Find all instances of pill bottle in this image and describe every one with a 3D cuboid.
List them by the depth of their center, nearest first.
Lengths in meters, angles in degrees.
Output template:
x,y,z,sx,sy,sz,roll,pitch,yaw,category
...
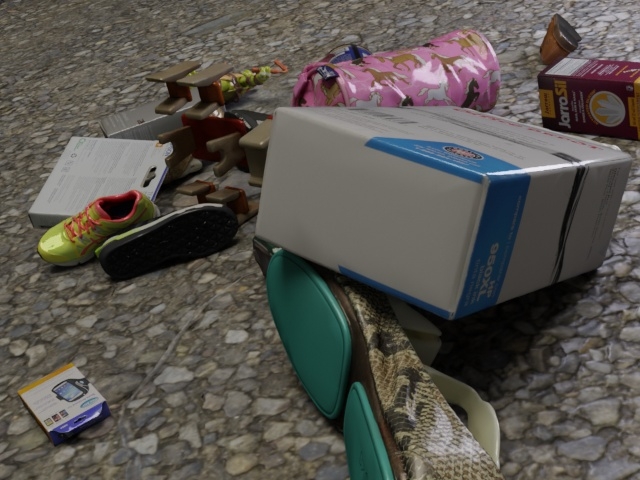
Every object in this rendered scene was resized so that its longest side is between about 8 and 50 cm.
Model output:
x,y,z,sx,sy,sz,roll,pitch,yaw,category
0.065,-0.290,1.890,0.123,0.122,0.219,-13,28,2,pill bottle

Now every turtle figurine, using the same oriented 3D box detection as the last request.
x,y,z,sx,sy,sz,roll,pitch,yaw,category
-0.218,-0.336,2.134,0.269,0.087,0.217,9,19,43,turtle figurine

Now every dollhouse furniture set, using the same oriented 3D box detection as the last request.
x,y,z,sx,sy,sz,roll,pitch,yaw,category
-0.132,-0.158,1.599,0.259,0.262,0.135,13,36,40,dollhouse furniture set

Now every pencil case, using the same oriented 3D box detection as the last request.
x,y,z,sx,sy,sz,roll,pitch,yaw,category
0.139,-0.261,1.708,0.386,0.167,0.160,-18,21,-34,pencil case

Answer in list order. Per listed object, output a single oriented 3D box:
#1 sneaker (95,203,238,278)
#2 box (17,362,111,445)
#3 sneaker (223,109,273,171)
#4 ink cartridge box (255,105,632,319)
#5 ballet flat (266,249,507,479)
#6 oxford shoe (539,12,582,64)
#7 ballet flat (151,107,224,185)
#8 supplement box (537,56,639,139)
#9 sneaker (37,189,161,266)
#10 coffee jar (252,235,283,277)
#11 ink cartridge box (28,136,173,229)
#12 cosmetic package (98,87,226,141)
x,y,z,sx,sy,sz,roll,pitch,yaw,category
-0.250,-0.016,1.579,0.235,0.084,0.097,-16,27,-4,sneaker
-0.327,0.212,1.265,0.081,0.028,0.136,-28,34,-24,box
-0.070,-0.178,1.795,0.130,0.109,0.286,-22,35,-35,sneaker
0.162,-0.056,1.201,0.285,0.166,0.395,22,20,34,ink cartridge box
0.078,0.161,1.075,0.182,0.164,0.483,1,29,-19,ballet flat
0.471,-0.400,1.969,0.076,0.076,0.212,-46,1,29,oxford shoe
-0.240,-0.173,1.855,0.206,0.067,0.073,-59,19,-14,ballet flat
0.464,-0.237,1.633,0.188,0.104,0.081,14,39,42,supplement box
-0.372,-0.031,1.619,0.208,0.094,0.081,-26,66,-8,sneaker
0.000,0.000,1.442,0.184,0.079,0.096,-25,28,-17,coffee jar
-0.381,-0.103,1.780,0.224,0.045,0.223,3,44,13,ink cartridge box
-0.303,-0.221,1.955,0.238,0.107,0.127,-24,27,-12,cosmetic package
